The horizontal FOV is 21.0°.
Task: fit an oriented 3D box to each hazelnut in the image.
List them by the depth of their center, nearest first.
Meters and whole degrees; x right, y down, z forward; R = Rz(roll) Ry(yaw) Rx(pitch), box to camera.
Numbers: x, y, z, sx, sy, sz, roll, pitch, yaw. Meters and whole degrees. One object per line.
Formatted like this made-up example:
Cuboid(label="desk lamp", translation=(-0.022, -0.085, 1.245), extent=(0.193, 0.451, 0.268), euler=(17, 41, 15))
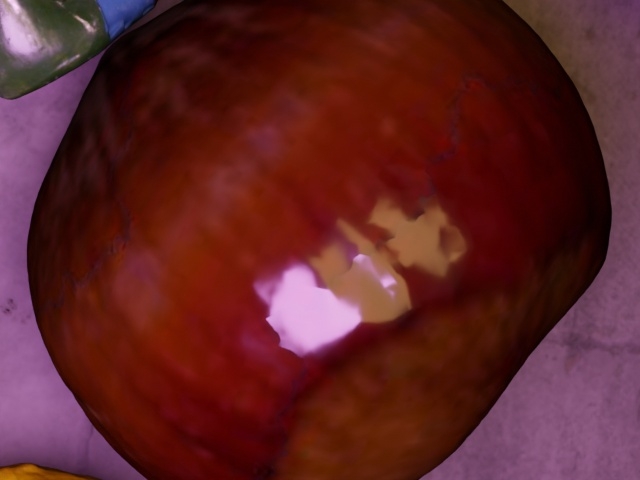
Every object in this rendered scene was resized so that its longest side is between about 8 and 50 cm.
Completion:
Cuboid(label="hazelnut", translation=(0.000, 0.000, 1.248), extent=(0.429, 0.402, 0.402), euler=(-43, 103, 4))

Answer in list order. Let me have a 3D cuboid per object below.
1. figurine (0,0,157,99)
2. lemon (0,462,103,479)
Cuboid(label="figurine", translation=(-0.231, -0.240, 1.285), extent=(0.185, 0.127, 0.234), euler=(-36, 110, -18))
Cuboid(label="lemon", translation=(-0.237, 0.289, 1.275), extent=(0.288, 0.233, 0.233), euler=(-37, 102, -8))
